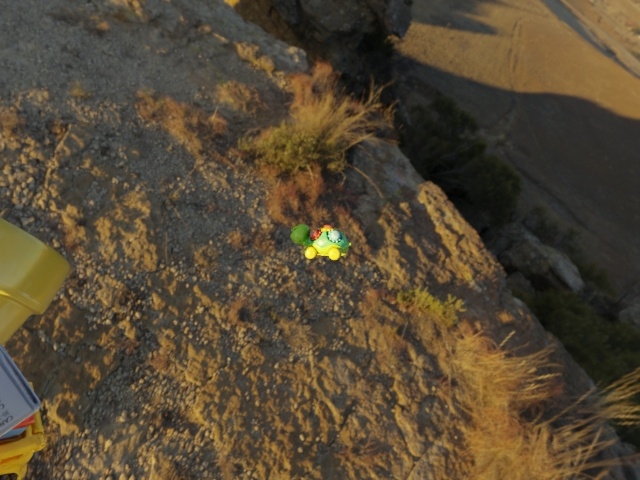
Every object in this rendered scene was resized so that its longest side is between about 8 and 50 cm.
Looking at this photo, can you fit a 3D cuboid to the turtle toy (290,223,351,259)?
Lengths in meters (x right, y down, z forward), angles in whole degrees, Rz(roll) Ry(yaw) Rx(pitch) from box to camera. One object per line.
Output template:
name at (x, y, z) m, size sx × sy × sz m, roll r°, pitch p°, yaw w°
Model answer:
turtle toy at (0.000, 0.000, 0.948) m, size 0.130 × 0.066 × 0.095 m, roll 3°, pitch 7°, yaw 13°

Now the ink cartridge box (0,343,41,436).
ink cartridge box at (-0.364, 0.174, 0.308) m, size 0.275 × 0.239 × 0.060 m, roll -37°, pitch 104°, yaw -42°

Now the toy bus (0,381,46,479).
toy bus at (-0.526, 0.290, 0.669) m, size 0.220 × 0.211 × 0.149 m, roll 8°, pitch 48°, yaw -54°

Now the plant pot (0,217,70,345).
plant pot at (-0.520, 0.084, 0.612) m, size 0.254 × 0.254 × 0.239 m, roll 26°, pitch 66°, yaw -14°
